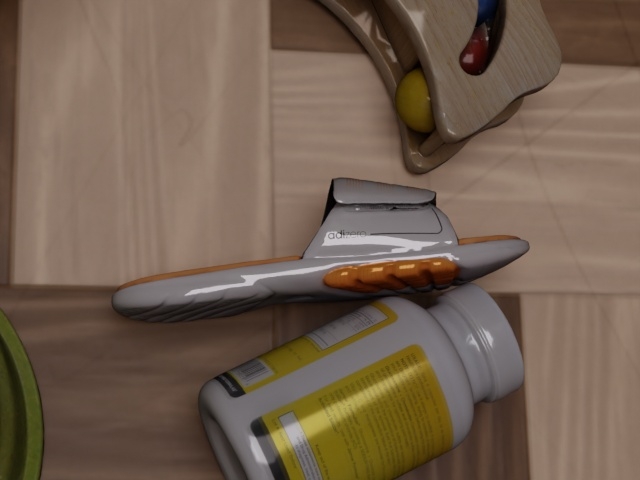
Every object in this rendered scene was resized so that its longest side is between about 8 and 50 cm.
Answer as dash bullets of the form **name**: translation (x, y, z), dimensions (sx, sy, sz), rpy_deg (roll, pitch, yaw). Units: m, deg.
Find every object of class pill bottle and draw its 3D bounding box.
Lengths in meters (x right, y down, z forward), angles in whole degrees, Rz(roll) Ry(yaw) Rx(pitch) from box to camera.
- **pill bottle**: translation (0.027, 0.096, 0.851), dimensions (0.184, 0.103, 0.103), rpy_deg (-24, 82, -15)

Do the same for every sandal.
- **sandal**: translation (0.001, -0.002, 0.872), dimensions (0.265, 0.102, 0.076), rpy_deg (-6, 80, -10)

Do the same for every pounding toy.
- **pounding toy**: translation (0.060, -0.192, 0.902), dimensions (0.154, 0.155, 0.269), rpy_deg (-13, 79, -18)

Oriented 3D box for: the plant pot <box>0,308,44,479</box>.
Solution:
- **plant pot**: translation (-0.281, 0.092, 0.715), dimensions (0.276, 0.254, 0.276), rpy_deg (3, 76, -11)
